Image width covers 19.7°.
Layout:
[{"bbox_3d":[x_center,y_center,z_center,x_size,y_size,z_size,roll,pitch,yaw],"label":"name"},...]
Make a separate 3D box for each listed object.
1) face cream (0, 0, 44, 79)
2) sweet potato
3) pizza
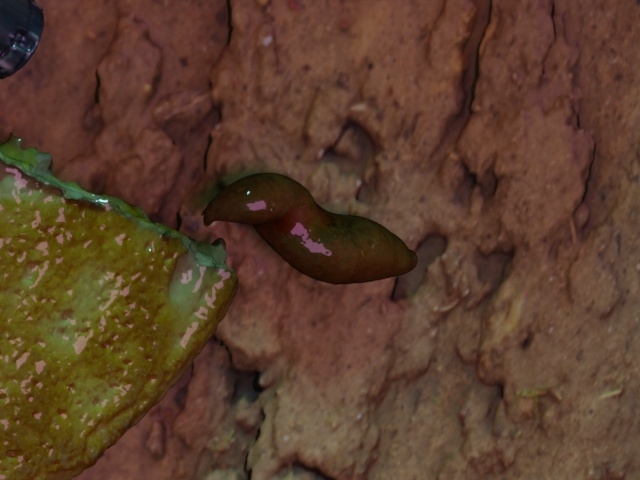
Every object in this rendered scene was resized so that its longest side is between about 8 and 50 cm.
[{"bbox_3d":[-0.273,-0.178,1.010,0.291,0.071,0.144,30,91,-41],"label":"face cream"},{"bbox_3d":[0.001,-0.002,1.315,0.202,0.058,0.055,24,113,-43],"label":"sweet potato"},{"bbox_3d":[-0.184,0.016,1.171,0.280,0.075,0.287,-38,126,-25],"label":"pizza"}]
